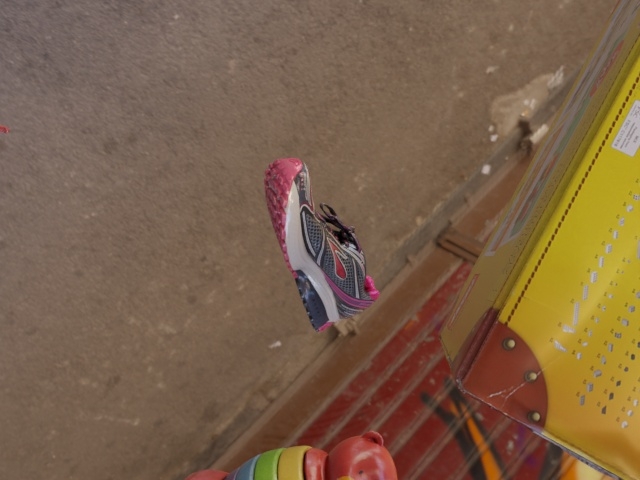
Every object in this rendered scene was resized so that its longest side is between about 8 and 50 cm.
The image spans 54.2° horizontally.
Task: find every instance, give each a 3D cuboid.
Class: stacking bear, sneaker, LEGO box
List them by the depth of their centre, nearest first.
[{"bbox_3d":[0.311,-0.062,0.577,0.500,0.193,0.372,-62,170,2],"label":"LEGO box"},{"bbox_3d":[0.000,0.000,0.879,0.112,0.121,0.299,-21,135,-1],"label":"sneaker"},{"bbox_3d":[-0.026,0.372,0.907,0.289,0.175,0.164,-24,171,13],"label":"stacking bear"}]

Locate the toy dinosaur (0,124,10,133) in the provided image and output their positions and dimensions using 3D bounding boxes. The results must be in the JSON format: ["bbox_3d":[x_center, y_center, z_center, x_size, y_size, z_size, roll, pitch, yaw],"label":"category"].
[{"bbox_3d":[-0.226,-0.068,0.316,0.090,0.047,0.082,-33,155,-7],"label":"toy dinosaur"}]
